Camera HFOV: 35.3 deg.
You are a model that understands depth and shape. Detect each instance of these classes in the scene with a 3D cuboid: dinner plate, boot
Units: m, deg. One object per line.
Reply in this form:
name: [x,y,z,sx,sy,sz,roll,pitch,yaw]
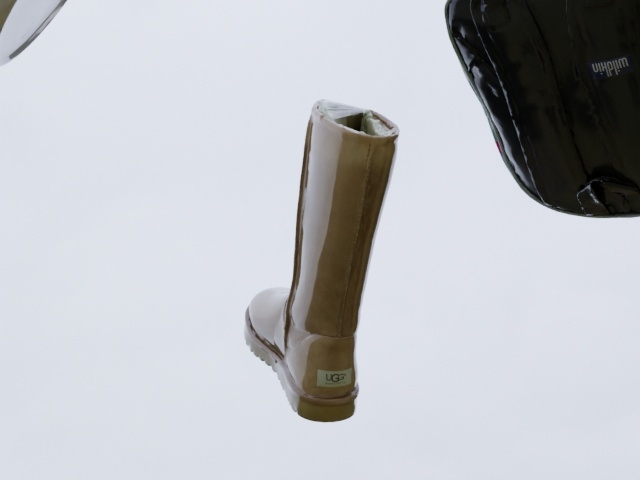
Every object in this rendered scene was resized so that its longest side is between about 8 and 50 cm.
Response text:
dinner plate: [-0.123,-0.119,0.445,0.017,0.141,0.141,36,-52,-8]
boot: [0.000,0.000,0.945,0.089,0.236,0.270,-2,-69,-22]

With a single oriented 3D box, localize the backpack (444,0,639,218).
backpack: [0.251,-0.150,0.877,0.225,0.191,0.254,-4,-60,38]
